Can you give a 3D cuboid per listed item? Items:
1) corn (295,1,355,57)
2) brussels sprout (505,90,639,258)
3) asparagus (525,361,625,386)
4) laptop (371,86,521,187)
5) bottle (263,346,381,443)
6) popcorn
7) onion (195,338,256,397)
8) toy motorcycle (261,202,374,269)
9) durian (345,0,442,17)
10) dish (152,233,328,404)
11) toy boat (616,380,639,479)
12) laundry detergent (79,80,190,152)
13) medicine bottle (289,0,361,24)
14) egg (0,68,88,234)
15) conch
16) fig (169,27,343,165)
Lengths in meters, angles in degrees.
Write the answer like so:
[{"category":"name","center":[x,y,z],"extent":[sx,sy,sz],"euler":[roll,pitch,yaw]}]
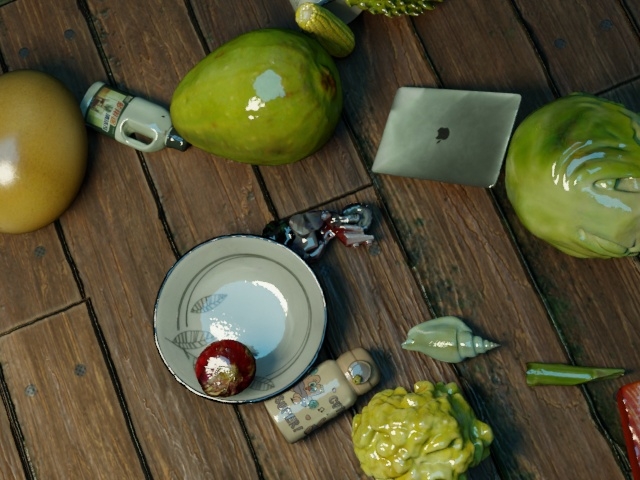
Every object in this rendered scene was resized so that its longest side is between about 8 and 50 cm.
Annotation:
[{"category":"corn","center":[0.011,-0.401,1.872],"extent":[0.067,0.206,0.067],"euler":[-3,82,23]},{"category":"brussels sprout","center":[0.488,-0.120,1.723],"extent":[0.344,0.268,0.344],"euler":[-11,55,16]},{"category":"asparagus","center":[0.457,0.243,1.761],"extent":[0.179,0.045,0.041],"euler":[3,109,4]},{"category":"laptop","center":[0.233,-0.197,1.840],"extent":[0.269,0.015,0.187],"euler":[10,76,35]},{"category":"bottle","center":[0.009,0.270,1.750],"extent":[0.209,0.110,0.097],"euler":[-32,88,-3]},{"category":"popcorn","center":[0.171,0.333,1.688],"extent":[0.235,0.217,0.181],"euler":[-13,102,-5]},{"category":"onion","center":[-0.164,0.219,1.680],"extent":[0.107,0.107,0.097],"euler":[-36,34,-5]},{"category":"toy motorcycle","center":[0.000,0.000,1.832],"extent":[0.213,0.082,0.122],"euler":[-13,75,2]},{"category":"durian","center":[0.122,-0.525,1.877],"extent":[0.356,0.157,0.169],"euler":[-1,31,-33]},{"category":"dish","center":[-0.141,0.146,1.789],"extent":[0.317,0.106,0.316],"euler":[0,80,2]},{"category":"toy boat","center":[0.602,0.397,1.656],"extent":[0.133,0.145,0.331],"euler":[-10,72,8]},{"category":"laundry detergent","center":[-0.359,-0.230,1.924],"extent":[0.226,0.070,0.099],"euler":[24,71,8]},{"category":"medicine bottle","center":[-0.019,-0.552,1.939],"extent":[0.143,0.143,0.258],"euler":[-22,77,-1]},{"category":"egg","center":[-0.561,-0.169,1.830],"extent":[0.250,0.250,0.322],"euler":[9,72,6]},{"category":"conch","center":[0.238,0.178,1.780],"extent":[0.180,0.065,0.088],"euler":[3,78,14]},{"category":"fig","center":[-0.124,-0.256,1.828],"extent":[0.326,0.258,0.258],"euler":[-12,75,17]}]
